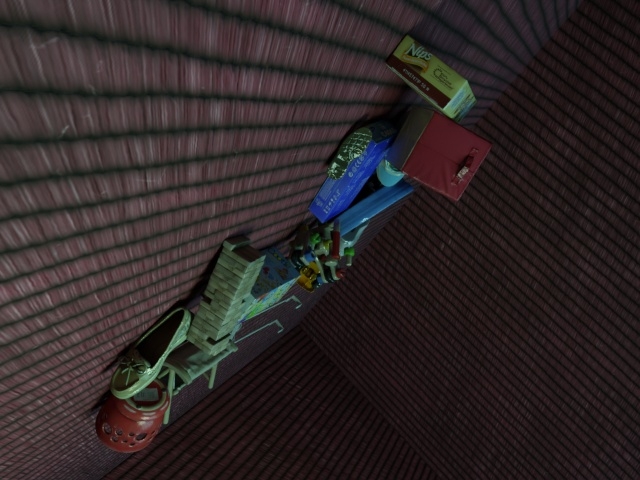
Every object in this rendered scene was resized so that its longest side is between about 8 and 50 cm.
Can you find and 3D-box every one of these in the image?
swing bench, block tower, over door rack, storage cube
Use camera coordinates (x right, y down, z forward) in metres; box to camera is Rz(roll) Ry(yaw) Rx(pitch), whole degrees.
[{"bbox_3d":[-0.470,0.455,1.558,0.255,0.165,0.253,-57,164,27],"label":"swing bench"},{"bbox_3d":[-0.258,0.156,1.195,0.336,0.097,0.091,-66,164,18],"label":"block tower"},{"bbox_3d":[-0.274,0.325,1.845,0.324,0.108,0.240,-9,148,-36],"label":"over door rack"},{"bbox_3d":[0.327,-0.253,1.251,0.184,0.193,0.215,-61,-165,17],"label":"storage cube"}]

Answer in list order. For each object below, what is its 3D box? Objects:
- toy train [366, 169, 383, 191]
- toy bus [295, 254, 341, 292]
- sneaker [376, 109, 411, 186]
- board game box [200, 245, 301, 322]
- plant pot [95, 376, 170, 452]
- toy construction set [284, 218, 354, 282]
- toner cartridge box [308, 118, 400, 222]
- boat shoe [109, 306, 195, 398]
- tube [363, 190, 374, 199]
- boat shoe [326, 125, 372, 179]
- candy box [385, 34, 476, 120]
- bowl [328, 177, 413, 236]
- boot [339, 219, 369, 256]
[{"bbox_3d":[0.261,-0.266,1.794,0.184,0.080,0.105,-40,175,-20],"label":"toy train"},{"bbox_3d":[-0.015,0.100,1.993,0.220,0.149,0.211,-49,-179,10],"label":"toy bus"},{"bbox_3d":[0.254,-0.264,1.500,0.319,0.127,0.208,107,4,-50],"label":"sneaker"},{"bbox_3d":[-0.209,0.138,1.376,0.142,0.144,0.275,-49,167,25],"label":"board game box"},{"bbox_3d":[-0.572,0.520,1.359,0.174,0.191,0.191,-58,165,21],"label":"plant pot"},{"bbox_3d":[0.000,0.000,1.563,0.308,0.257,0.238,-34,-133,54],"label":"toy construction set"},{"bbox_3d":[0.102,-0.216,1.401,0.165,0.075,0.348,-35,165,-48],"label":"toner cartridge box"},{"bbox_3d":[-0.458,0.292,1.181,0.285,0.104,0.089,-52,167,-20],"label":"boat shoe"},{"bbox_3d":[0.282,-0.260,1.954,0.070,0.062,0.240,28,120,-36],"label":"tube"},{"bbox_3d":[0.078,-0.254,1.242,0.178,0.064,0.060,-49,-161,29],"label":"boat shoe"},{"bbox_3d":[0.298,-0.405,1.140,0.088,0.183,0.316,-50,168,21],"label":"candy box"},{"bbox_3d":[0.201,-0.135,1.826,0.391,0.077,0.391,-32,179,-1],"label":"bowl"},{"bbox_3d":[0.142,-0.031,2.093,0.258,0.095,0.123,-47,169,-44],"label":"boot"}]
